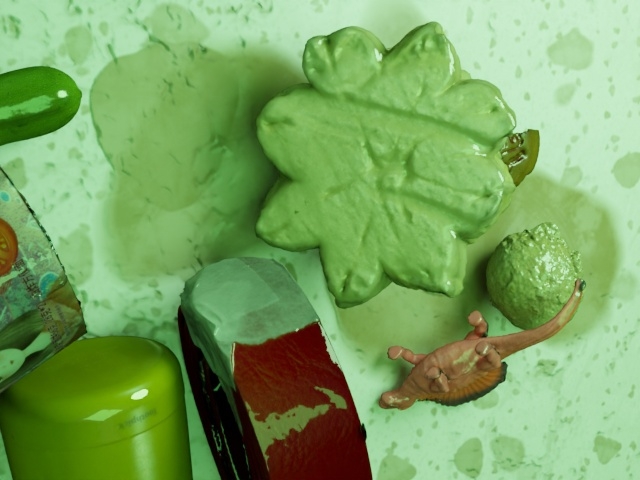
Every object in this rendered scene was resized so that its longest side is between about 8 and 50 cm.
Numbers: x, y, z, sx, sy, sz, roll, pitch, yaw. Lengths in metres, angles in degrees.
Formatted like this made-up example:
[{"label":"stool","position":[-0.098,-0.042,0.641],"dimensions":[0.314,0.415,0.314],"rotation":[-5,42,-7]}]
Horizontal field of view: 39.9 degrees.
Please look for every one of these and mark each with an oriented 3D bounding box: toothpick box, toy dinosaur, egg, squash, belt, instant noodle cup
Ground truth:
[{"label":"toothpick box","position":[-0.210,0.246,0.875],"dimensions":[0.175,0.175,0.271],"rotation":[-12,107,-23]},{"label":"toy dinosaur","position":[0.205,0.150,1.068],"dimensions":[0.286,0.070,0.139],"rotation":[-27,132,12]},{"label":"egg","position":[0.264,0.049,1.090],"dimensions":[0.118,0.116,0.140],"rotation":[-16,110,2]},{"label":"squash","position":[-0.322,-0.112,0.821],"dimensions":[0.201,0.066,0.066],"rotation":[-21,107,-13]},{"label":"belt","position":[-0.048,0.176,0.905],"dimensions":[0.115,0.227,0.323],"rotation":[-20,108,-23]},{"label":"instant noodle cup","position":[-0.346,0.059,0.750],"dimensions":[0.231,0.243,0.243],"rotation":[-31,111,-23]}]

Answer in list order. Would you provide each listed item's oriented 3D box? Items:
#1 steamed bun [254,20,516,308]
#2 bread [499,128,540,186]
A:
[{"label":"steamed bun","position":[0.067,-0.072,0.933],"dimensions":[0.292,0.137,0.295],"rotation":[-37,88,15]},{"label":"bread","position":[0.172,-0.099,1.035],"dimensions":[0.156,0.086,0.125],"rotation":[23,91,-25]}]
